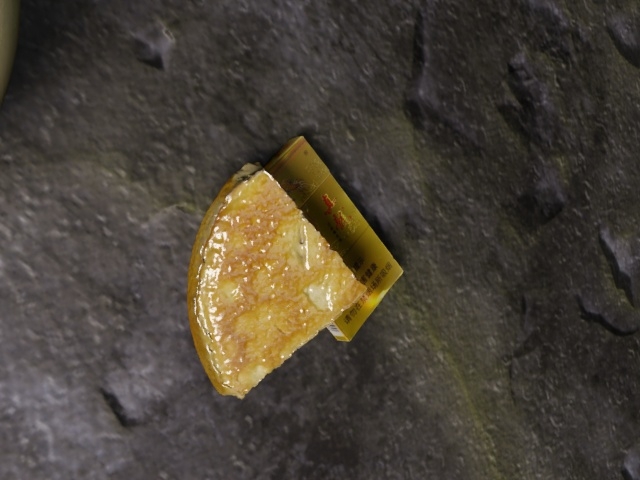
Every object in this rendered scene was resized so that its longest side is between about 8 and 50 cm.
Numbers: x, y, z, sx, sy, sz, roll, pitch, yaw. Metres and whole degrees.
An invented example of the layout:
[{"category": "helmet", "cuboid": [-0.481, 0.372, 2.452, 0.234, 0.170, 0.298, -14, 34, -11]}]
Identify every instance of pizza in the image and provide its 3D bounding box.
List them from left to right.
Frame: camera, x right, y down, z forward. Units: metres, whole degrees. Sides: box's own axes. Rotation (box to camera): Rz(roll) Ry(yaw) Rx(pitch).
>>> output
[{"category": "pizza", "cuboid": [-0.036, 0.035, 0.637, 0.134, 0.046, 0.175, 15, 93, -20]}]

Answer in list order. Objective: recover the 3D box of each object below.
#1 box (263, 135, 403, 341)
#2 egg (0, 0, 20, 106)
[{"category": "box", "cuboid": [0.000, 0.000, 0.698, 0.089, 0.022, 0.156, -49, 115, -29]}, {"category": "egg", "cuboid": [-0.246, -0.133, 0.418, 0.186, 0.186, 0.241, -23, 109, -36]}]
